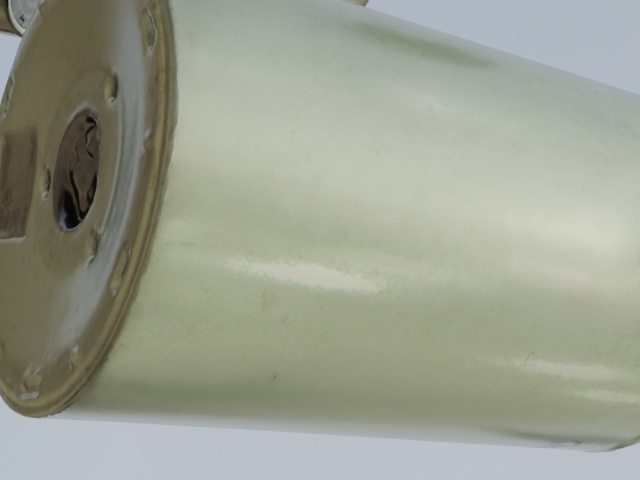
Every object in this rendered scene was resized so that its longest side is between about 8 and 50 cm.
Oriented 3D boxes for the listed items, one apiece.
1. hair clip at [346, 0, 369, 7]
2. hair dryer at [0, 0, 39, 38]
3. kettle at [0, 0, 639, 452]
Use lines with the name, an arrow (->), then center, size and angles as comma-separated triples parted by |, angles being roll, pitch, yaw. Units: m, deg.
hair clip -> -0.024, -0.180, 1.220 | 0.116, 0.172, 0.049 | 27, -4, -24
hair dryer -> -0.283, -0.231, 1.473 | 0.195, 0.248, 0.078 | 14, -81, 27
kettle -> 0.000, 0.000, 0.944 | 0.361, 0.376, 0.250 | -16, -112, 59
